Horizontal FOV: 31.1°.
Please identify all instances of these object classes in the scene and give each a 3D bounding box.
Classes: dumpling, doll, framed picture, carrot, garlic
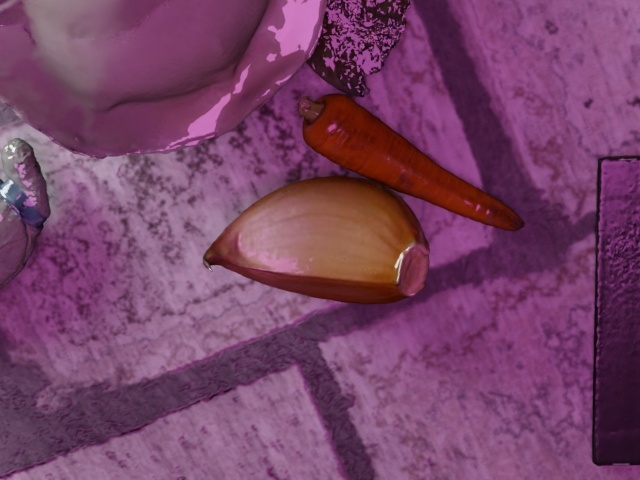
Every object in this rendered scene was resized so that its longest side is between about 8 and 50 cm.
[{"bbox_3d":[-0.128,-0.223,1.028,0.341,0.181,0.260,-52,120,-17],"label":"dumpling"},{"bbox_3d":[-0.334,-0.003,1.121,0.103,0.071,0.214,36,105,-5],"label":"doll"},{"bbox_3d":[0.397,0.073,1.155,0.244,0.013,0.324,-1,103,2],"label":"framed picture"},{"bbox_3d":[0.086,-0.070,1.114,0.256,0.061,0.061,28,102,-15],"label":"carrot"},{"bbox_3d":[0.000,0.008,1.102,0.206,0.128,0.115,0,146,4],"label":"garlic"}]

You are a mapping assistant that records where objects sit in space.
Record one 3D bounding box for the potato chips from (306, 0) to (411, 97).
[{"bbox_3d":[0.018,-0.241,1.086,0.142,0.026,0.209,1,103,-1],"label":"potato chips"}]
